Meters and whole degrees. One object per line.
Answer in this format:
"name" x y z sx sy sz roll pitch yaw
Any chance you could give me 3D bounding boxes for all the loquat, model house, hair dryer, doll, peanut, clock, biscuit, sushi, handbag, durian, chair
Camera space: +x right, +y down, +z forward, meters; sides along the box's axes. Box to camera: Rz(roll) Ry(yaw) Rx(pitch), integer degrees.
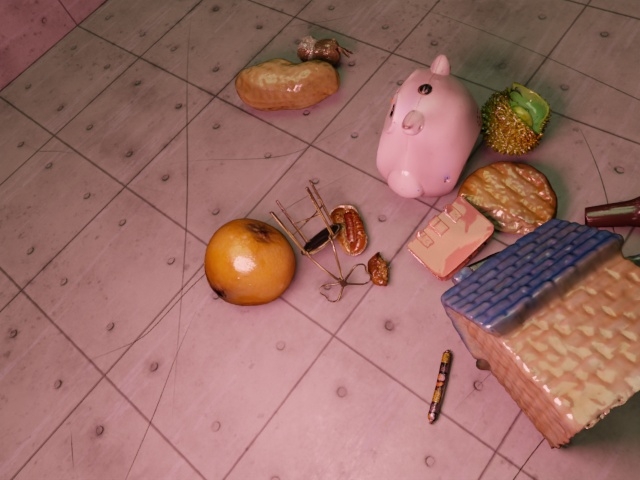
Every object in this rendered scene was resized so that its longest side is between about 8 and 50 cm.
"loquat" -0.201 0.060 1.462 0.263 0.263 0.263 -6 60 11
"model house" 0.510 0.177 1.109 0.395 0.445 0.400 -37 59 -7
"hair dryer" 0.906 -0.165 1.423 0.313 0.123 0.340 -2 50 25
"doll" 0.018 -0.715 1.920 0.221 0.115 0.105 5 52 18
"peanut" -0.119 -0.568 1.845 0.387 0.169 0.192 1 58 10
"clock" 0.323 -0.307 1.467 0.250 0.376 0.368 23 73 19
"biscuit" 0.552 -0.122 1.472 0.274 0.091 0.213 31 75 28
"sushi" 0.171 0.084 1.467 0.060 0.061 0.118 -29 62 25
"handbag" 0.367 -0.006 1.436 0.212 0.059 0.157 -44 67 3
"durian" 0.579 -0.361 1.539 0.200 0.176 0.237 36 52 -18
"chair" 0.000 0.000 1.489 0.160 0.325 0.170 -33 14 13

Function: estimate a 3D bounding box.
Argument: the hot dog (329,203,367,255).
"hot dog" 0.086 -0.032 1.557 0.099 0.053 0.192 -23 57 10

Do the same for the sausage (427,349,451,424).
"sausage" 0.305 0.371 1.296 0.028 0.025 0.198 14 65 18

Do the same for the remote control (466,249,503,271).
"remote control" 0.507 0.063 1.402 0.222 0.042 0.072 -19 74 5
